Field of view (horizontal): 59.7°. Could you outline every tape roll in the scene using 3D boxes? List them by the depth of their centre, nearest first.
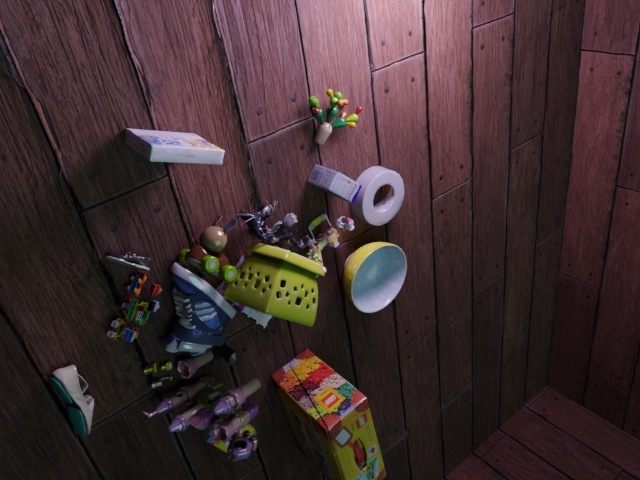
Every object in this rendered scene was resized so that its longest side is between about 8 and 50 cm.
[{"bbox_3d":[0.220,-0.171,2.135,0.219,0.072,0.219,-19,123,-33],"label":"tape roll"}]

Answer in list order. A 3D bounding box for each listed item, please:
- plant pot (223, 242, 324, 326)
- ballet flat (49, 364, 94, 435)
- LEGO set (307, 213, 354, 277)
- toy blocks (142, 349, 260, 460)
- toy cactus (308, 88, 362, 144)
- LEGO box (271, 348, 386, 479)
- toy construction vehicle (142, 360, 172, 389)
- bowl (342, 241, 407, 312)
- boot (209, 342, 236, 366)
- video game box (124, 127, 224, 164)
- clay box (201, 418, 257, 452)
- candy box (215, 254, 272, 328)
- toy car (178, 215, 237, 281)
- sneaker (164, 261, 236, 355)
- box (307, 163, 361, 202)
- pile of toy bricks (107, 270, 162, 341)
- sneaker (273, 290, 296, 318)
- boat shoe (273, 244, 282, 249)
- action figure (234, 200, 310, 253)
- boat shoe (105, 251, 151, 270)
[{"bbox_3d":[-0.136,0.134,1.787,0.227,0.228,0.207,26,81,-45],"label":"plant pot"},{"bbox_3d":[-0.717,0.470,1.654,0.086,0.086,0.248,-26,125,-29],"label":"ballet flat"},{"bbox_3d":[0.000,0.000,1.990,0.287,0.132,0.107,-54,133,-37],"label":"LEGO set"},{"bbox_3d":[-0.381,0.575,1.816,0.260,0.288,0.309,-26,130,-50],"label":"toy blocks"},{"bbox_3d":[0.039,-0.404,1.861,0.219,0.112,0.180,3,118,-50],"label":"toy cactus"},{"bbox_3d":[0.036,0.737,2.211,0.193,0.372,0.500,-33,129,-25],"label":"LEGO box"},{"bbox_3d":[-0.534,0.435,1.822,0.098,0.035,0.086,-15,109,-38],"label":"toy construction vehicle"},{"bbox_3d":[0.183,0.122,2.187,0.289,0.156,0.289,-19,122,-33],"label":"bowl"},{"bbox_3d":[-0.333,0.410,1.918,0.037,0.114,0.106,11,103,-42],"label":"boot"},{"bbox_3d":[-0.392,-0.252,1.497,0.205,0.187,0.048,-3,112,-39],"label":"video game box"},{"bbox_3d":[-0.335,0.737,2.118,0.127,0.053,0.222,-49,132,-10],"label":"clay box"},{"bbox_3d":[-0.231,0.180,1.922,0.159,0.071,0.233,-52,133,-11],"label":"candy box"},{"bbox_3d":[-0.321,0.014,1.724,0.149,0.155,0.188,33,75,-44],"label":"toy car"},{"bbox_3d":[-0.421,0.241,1.750,0.236,0.130,0.323,-51,139,-14],"label":"sneaker"},{"bbox_3d":[0.049,-0.198,1.939,0.137,0.126,0.072,25,92,-45],"label":"box"},{"bbox_3d":[-0.537,0.207,1.670,0.105,0.118,0.212,33,77,-76],"label":"pile of toy bricks"},{"bbox_3d":[-0.137,0.229,2.030,0.144,0.059,0.053,-56,150,-2],"label":"sneaker"},{"bbox_3d":[-0.120,0.079,1.980,0.170,0.063,0.059,38,87,-35],"label":"boat shoe"},{"bbox_3d":[-0.154,-0.055,1.822,0.141,0.164,0.275,-52,144,5],"label":"action figure"},{"bbox_3d":[-0.555,0.054,1.610,0.133,0.049,0.042,19,69,-37],"label":"boat shoe"}]
